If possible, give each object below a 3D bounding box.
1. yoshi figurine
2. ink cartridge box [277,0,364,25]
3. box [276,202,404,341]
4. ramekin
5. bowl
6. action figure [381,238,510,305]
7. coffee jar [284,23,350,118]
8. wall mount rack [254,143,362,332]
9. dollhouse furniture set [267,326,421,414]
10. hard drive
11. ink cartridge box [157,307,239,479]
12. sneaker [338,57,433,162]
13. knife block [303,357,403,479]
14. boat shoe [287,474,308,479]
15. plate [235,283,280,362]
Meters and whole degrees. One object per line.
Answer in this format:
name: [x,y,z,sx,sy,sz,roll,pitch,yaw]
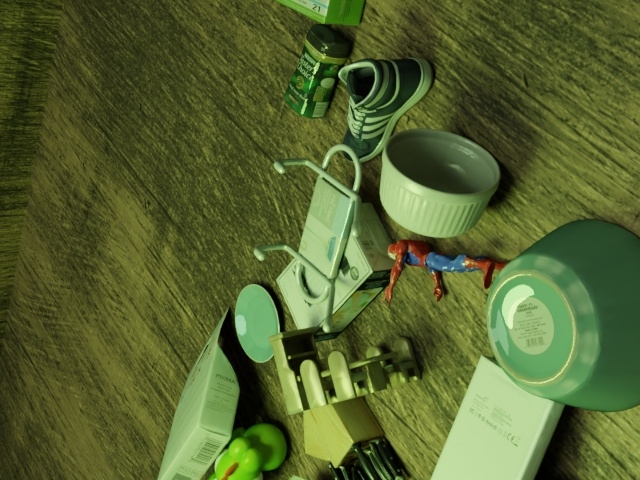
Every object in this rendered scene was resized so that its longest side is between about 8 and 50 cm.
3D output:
yoshi figurine: [-0.172,0.555,2.352,0.362,0.203,0.203,114,169,-50]
ink cartridge box: [0.016,-0.582,1.981,0.189,0.097,0.255,37,123,44]
box: [0.034,0.070,2.048,0.290,0.087,0.169,-51,56,42]
ramekin: [0.200,-0.097,1.723,0.207,0.207,0.109,49,139,38]
bowl: [0.380,0.128,1.543,0.311,0.163,0.311,10,102,51]
action figure: [0.214,0.074,1.807,0.280,0.091,0.139,19,100,50]
coffee jar: [-0.006,-0.353,2.053,0.096,0.079,0.184,50,130,37]
wall mount rack: [0.000,0.000,1.904,0.304,0.130,0.350,40,125,42]
dollhouse furniture set: [0.033,0.232,1.933,0.242,0.212,0.161,-23,78,40]
hard drive: [0.289,0.377,1.701,0.203,0.040,0.307,33,104,59]
ink cartridge box: [-0.281,0.401,2.429,0.308,0.091,0.385,-57,14,39]
sneaker: [0.080,-0.250,1.893,0.282,0.153,0.099,-49,56,44]
knife block: [0.068,0.391,2.044,0.242,0.088,0.275,1,95,52]
boat shoe: [0.061,0.605,1.978,0.500,0.187,0.156,4,64,57]
plate: [-0.144,0.196,2.349,0.188,0.024,0.188,10,102,53]
